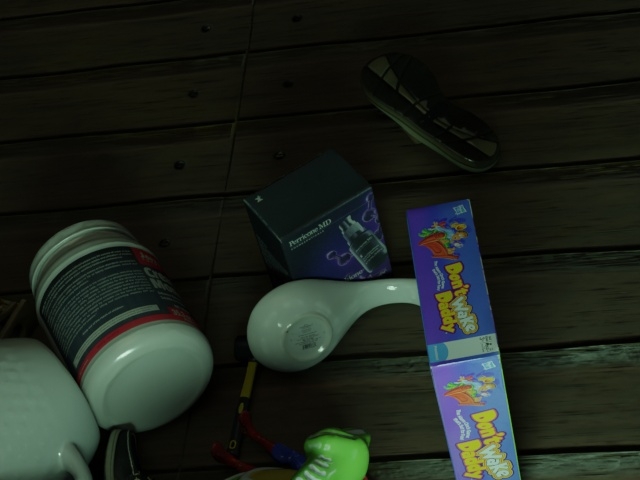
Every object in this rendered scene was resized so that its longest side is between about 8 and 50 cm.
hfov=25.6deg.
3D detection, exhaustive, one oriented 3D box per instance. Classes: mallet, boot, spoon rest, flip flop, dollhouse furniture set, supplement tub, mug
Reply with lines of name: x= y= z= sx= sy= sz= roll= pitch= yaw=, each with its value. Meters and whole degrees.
mallet: x=-0.112 y=0.211 z=1.941 sx=0.062 sy=0.039 sz=0.189 roll=7 pitch=56 yaw=20
boot: x=-0.183 y=0.339 z=1.815 sx=0.178 sy=0.085 sz=0.236 roll=-13 pitch=54 yaw=2
spoon rest: x=0.030 y=0.104 z=1.947 sx=0.276 sy=0.137 sz=0.084 roll=-11 pitch=26 yaw=-14
flip flop: x=0.166 y=-0.191 z=2.191 sx=0.112 sy=0.080 sz=0.277 roll=-38 pitch=66 yaw=-24
dollhouse furniture set: x=-0.536 y=0.086 z=2.079 sx=0.182 sy=0.161 sz=0.101 roll=12 pitch=54 yaw=23
supplement tub: x=-0.283 y=0.117 z=1.962 sx=0.191 sy=0.191 sz=0.272 roll=-29 pitch=49 yaw=-10
mug: x=-0.435 y=0.302 z=1.783 sx=0.328 sy=0.276 sz=0.374 roll=-34 pitch=42 yaw=-24

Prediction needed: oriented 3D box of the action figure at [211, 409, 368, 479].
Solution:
action figure: x=-0.015 y=0.295 z=1.767 sx=0.280 sy=0.139 sz=0.091 roll=28 pitch=62 yaw=25

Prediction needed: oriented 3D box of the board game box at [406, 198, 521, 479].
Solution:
board game box: x=0.178 y=0.154 z=1.696 sx=0.078 sy=0.347 sz=0.233 roll=-10 pitch=48 yaw=6

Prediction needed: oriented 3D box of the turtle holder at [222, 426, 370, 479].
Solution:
turtle holder: x=-0.056 y=0.346 z=1.569 sx=0.243 sy=0.320 sz=0.227 roll=8 pitch=25 yaw=31

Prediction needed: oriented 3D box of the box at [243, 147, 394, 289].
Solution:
box: x=0.000 y=0.000 z=1.973 sx=0.153 sy=0.207 sz=0.108 roll=-32 pitch=49 yaw=-12
